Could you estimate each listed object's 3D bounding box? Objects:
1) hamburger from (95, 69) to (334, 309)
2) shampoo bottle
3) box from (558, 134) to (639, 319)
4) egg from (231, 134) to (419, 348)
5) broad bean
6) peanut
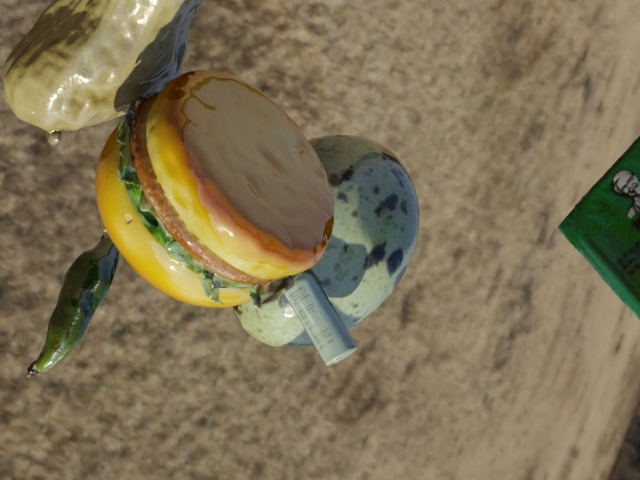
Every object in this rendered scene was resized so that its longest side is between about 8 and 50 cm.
[{"bbox_3d":[-0.110,-0.037,1.187,0.170,0.246,0.246,-32,179,29],"label":"hamburger"},{"bbox_3d":[-0.017,0.089,1.776,0.056,0.195,0.056,-30,170,-6],"label":"shampoo bottle"},{"bbox_3d":[0.535,0.000,1.722,0.106,0.337,0.264,26,113,-41],"label":"box"},{"bbox_3d":[0.000,0.000,1.949,0.379,0.287,0.287,-54,157,-27],"label":"egg"},{"bbox_3d":[-0.273,0.068,1.357,0.046,0.061,0.195,43,57,-30],"label":"broad bean"},{"bbox_3d":[-0.195,-0.226,1.222,0.291,0.143,0.159,-51,155,13],"label":"peanut"}]
